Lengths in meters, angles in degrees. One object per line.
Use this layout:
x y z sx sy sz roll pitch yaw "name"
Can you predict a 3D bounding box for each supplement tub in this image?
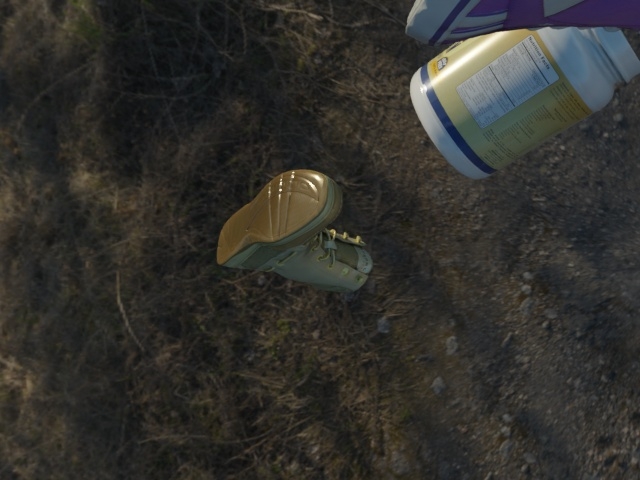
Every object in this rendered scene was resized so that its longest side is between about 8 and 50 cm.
0.334 -0.270 1.058 0.316 0.228 0.228 -33 73 29 "supplement tub"

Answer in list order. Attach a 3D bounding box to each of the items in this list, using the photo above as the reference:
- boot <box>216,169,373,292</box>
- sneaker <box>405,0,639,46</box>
0.000 0.000 0.874 0.262 0.203 0.095 -30 49 49 "boot"
0.147 -0.147 0.370 0.161 0.282 0.102 22 97 -7 "sneaker"
